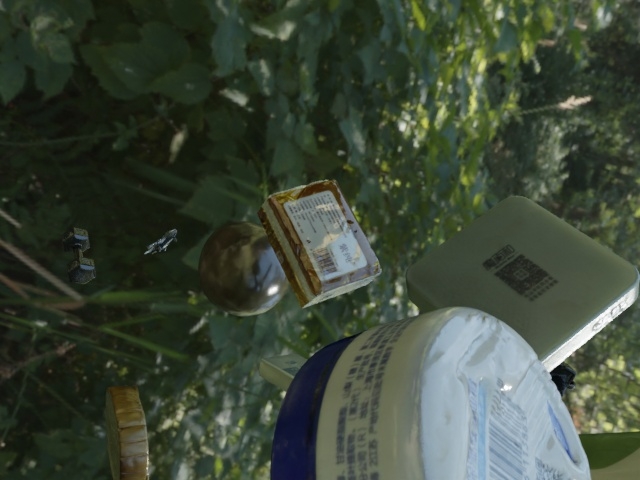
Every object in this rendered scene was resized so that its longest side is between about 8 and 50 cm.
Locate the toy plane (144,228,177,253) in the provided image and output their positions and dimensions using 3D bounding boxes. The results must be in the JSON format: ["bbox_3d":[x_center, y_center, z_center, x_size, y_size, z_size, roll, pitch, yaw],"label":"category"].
[{"bbox_3d":[-0.334,0.004,1.547,0.083,0.031,0.078,-32,175,13],"label":"toy plane"}]

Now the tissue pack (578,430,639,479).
[{"bbox_3d":[0.325,0.378,0.873,0.194,0.266,0.356,-40,-175,-32],"label":"tissue pack"}]

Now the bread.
[{"bbox_3d":[-0.439,0.447,1.657,0.236,0.070,0.236,177,-90,-67],"label":"bread"}]

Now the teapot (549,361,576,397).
[{"bbox_3d":[0.536,0.311,1.769,0.087,0.177,0.096,-63,-175,13],"label":"teapot"}]

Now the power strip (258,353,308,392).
[{"bbox_3d":[0.010,0.303,1.461,0.106,0.367,0.043,-1,104,-42],"label":"power strip"}]

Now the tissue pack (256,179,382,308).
[{"bbox_3d":[0.000,0.000,1.463,0.183,0.226,0.092,-17,161,-36],"label":"tissue pack"}]

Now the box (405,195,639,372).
[{"bbox_3d":[0.420,0.093,1.559,0.367,0.373,0.090,-33,137,-17],"label":"box"}]

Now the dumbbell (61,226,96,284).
[{"bbox_3d":[-0.331,0.020,0.999,0.040,0.036,0.083,97,-25,-45],"label":"dumbbell"}]

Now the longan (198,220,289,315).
[{"bbox_3d":[-0.192,0.071,1.872,0.258,0.258,0.258,17,90,-84],"label":"longan"}]

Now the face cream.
[{"bbox_3d":[0.078,0.145,0.434,0.111,0.206,0.206,-24,-153,34],"label":"face cream"}]
